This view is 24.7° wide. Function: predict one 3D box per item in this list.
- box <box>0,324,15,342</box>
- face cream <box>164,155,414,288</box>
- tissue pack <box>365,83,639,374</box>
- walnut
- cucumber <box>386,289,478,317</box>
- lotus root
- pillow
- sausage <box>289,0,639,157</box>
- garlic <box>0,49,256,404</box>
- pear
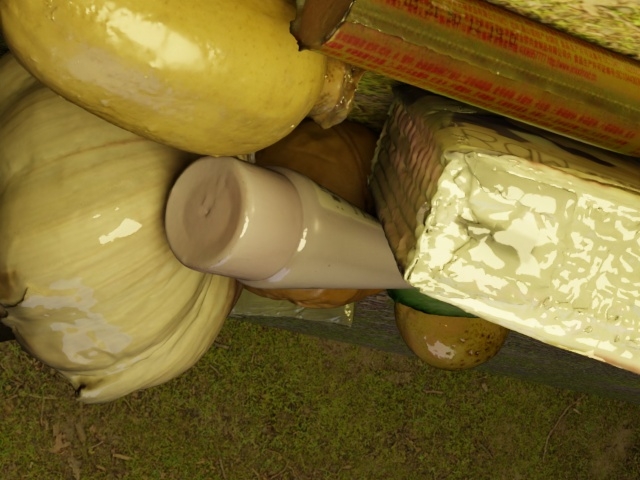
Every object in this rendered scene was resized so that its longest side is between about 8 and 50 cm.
[{"bbox_3d":[-0.299,-0.002,1.431,0.143,0.184,0.273,-32,164,36],"label":"box"},{"bbox_3d":[0.000,0.000,1.179,0.154,0.096,0.274,12,178,42],"label":"face cream"},{"bbox_3d":[0.168,-0.015,1.090,0.242,0.125,0.343,19,-167,-7],"label":"tissue pack"},{"bbox_3d":[-0.008,-0.025,1.425,0.195,0.195,0.222,15,166,-30],"label":"walnut"},{"bbox_3d":[0.174,0.015,1.682,0.191,0.130,0.191,5,169,1],"label":"cucumber"},{"bbox_3d":[-0.100,-0.133,1.022,0.303,0.130,0.146,16,170,-36],"label":"lotus root"},{"bbox_3d":[-0.043,0.036,1.970,0.230,0.148,0.050,3,164,32],"label":"pillow"},{"bbox_3d":[0.150,-0.120,1.032,0.372,0.082,0.082,15,170,-32],"label":"sausage"},{"bbox_3d":[-0.178,-0.027,1.266,0.241,0.321,0.322,2,172,-5],"label":"garlic"},{"bbox_3d":[0.190,0.106,2.160,0.178,0.178,0.178,10,171,2],"label":"pear"}]
